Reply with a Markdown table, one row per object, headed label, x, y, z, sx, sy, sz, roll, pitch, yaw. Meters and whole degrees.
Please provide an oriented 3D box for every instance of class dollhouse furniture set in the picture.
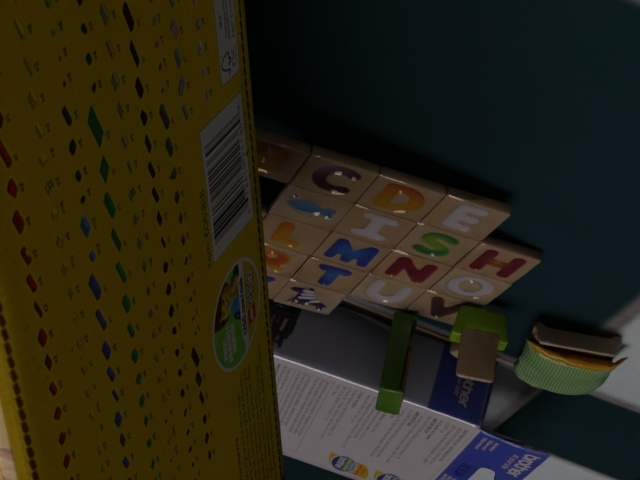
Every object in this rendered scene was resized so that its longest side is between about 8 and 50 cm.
| label | x | y | z | sx | sy | sz | roll | pitch | yaw |
| --- | --- | --- | --- | --- | --- | --- | --- | --- | --- |
| dollhouse furniture set | 0.115 | 0.089 | 0.829 | 0.151 | 0.059 | 0.076 | 11 | 151 | 2 |

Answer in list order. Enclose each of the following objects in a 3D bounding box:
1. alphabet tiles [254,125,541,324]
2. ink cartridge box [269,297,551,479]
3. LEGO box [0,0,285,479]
| label | x | y | z | sx | sy | sz | roll | pitch | yaw |
| --- | --- | --- | --- | --- | --- | --- | --- | --- | --- |
| alphabet tiles | 0.000 | 0.000 | 0.774 | 0.237 | 0.009 | 0.198 | 17 | 152 | -13 |
| ink cartridge box | 0.000 | 0.109 | 0.944 | 0.311 | 0.065 | 0.186 | 21 | 151 | -1 |
| LEGO box | -0.229 | -0.033 | 0.489 | 0.372 | 0.193 | 0.500 | 7 | 122 | 19 |
